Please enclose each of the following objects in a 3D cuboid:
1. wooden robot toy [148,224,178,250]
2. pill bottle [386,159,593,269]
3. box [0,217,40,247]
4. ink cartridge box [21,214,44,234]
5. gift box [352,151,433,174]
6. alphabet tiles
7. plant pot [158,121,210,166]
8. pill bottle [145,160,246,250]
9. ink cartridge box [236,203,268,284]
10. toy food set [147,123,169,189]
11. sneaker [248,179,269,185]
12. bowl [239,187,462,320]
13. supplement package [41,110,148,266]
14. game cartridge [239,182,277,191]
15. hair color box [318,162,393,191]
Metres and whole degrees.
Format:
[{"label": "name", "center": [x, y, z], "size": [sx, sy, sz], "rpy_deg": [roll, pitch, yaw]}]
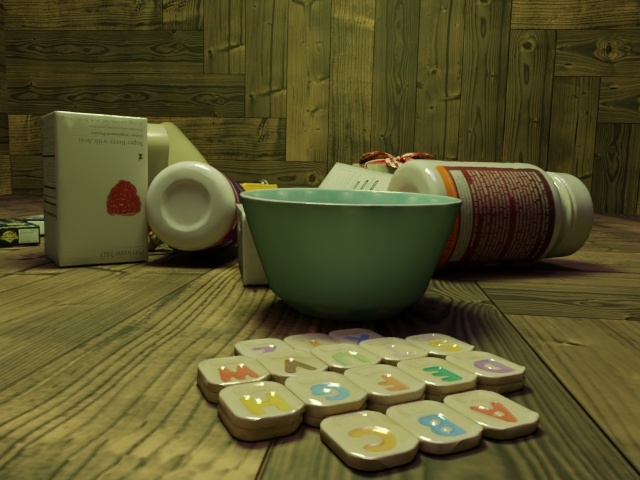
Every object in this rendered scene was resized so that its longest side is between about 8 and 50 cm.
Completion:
[{"label": "wooden robot toy", "center": [-0.379, 0.002, 1.288], "size": [0.079, 0.076, 0.173], "rpy_deg": [-36, -16, 0]}, {"label": "pill bottle", "center": [0.352, -0.053, 1.171], "size": [0.392, 0.224, 0.224], "rpy_deg": [-1, 7, -20]}, {"label": "box", "center": [-0.809, -0.019, 1.362], "size": [0.175, 0.051, 0.220], "rpy_deg": [-5, 10, -41]}, {"label": "ink cartridge box", "center": [-0.740, -0.044, 1.614], "size": [0.208, 0.045, 0.206], "rpy_deg": [2, 7, -8]}, {"label": "gift box", "center": [0.245, -0.133, 1.656], "size": [0.255, 0.258, 0.276], "rpy_deg": [-1, 7, -20]}, {"label": "alphabet tiles", "center": [0.039, 0.123, 0.515], "size": [0.284, 0.021, 0.278], "rpy_deg": [-2, 8, -25]}, {"label": "plant pot", "center": [-0.376, -0.133, 1.507], "size": [0.274, 0.256, 0.256], "rpy_deg": [40, 12, 5]}, {"label": "pill bottle", "center": [-0.252, -0.066, 1.244], "size": [0.181, 0.181, 0.323], "rpy_deg": [2, -1, 4]}, {"label": "ink cartridge box", "center": [0.000, 0.000, 1.051], "size": [0.306, 0.131, 0.226], "rpy_deg": [-2, 8, -11]}, {"label": "toy food set", "center": [-0.488, -0.127, 1.322], "size": [0.219, 0.306, 0.092], "rpy_deg": [-3, 22, -34]}, {"label": "sneaker", "center": [-0.288, -0.147, 1.959], "size": [0.222, 0.083, 0.118], "rpy_deg": [-30, -18, 28]}, {"label": "bowl", "center": [0.038, 0.014, 0.800], "size": [0.311, 0.163, 0.311], "rpy_deg": [3, 9, 0]}, {"label": "supplement package", "center": [-0.465, -0.106, 1.149], "size": [0.177, 0.293, 0.175], "rpy_deg": [-4, 9, -35]}, {"label": "game cartridge", "center": [-0.328, -0.118, 1.823], "size": [0.323, 0.053, 0.285], "rpy_deg": [-4, -16, -34]}, {"label": "hair color box", "center": [0.100, -0.091, 1.438], "size": [0.105, 0.174, 0.347], "rpy_deg": [37, -3, -26]}]
